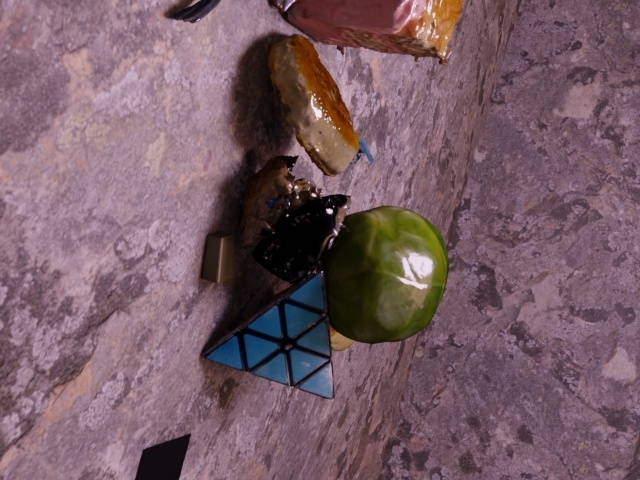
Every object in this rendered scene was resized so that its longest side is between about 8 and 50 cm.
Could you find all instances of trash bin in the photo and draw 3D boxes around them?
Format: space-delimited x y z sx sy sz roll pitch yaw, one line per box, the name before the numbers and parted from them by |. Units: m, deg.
trash bin | -0.199 0.032 1.329 0.061 0.042 0.092 -19 121 -63

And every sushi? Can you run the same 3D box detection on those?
sushi | -0.070 -0.044 1.353 0.238 0.218 0.225 -48 -175 12

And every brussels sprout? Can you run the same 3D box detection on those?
brussels sprout | 0.135 0.066 1.495 0.354 0.281 0.290 -139 -131 -75

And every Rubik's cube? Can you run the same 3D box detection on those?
Rubik's cube | -0.082 0.196 1.472 0.233 0.228 0.229 48 53 -55

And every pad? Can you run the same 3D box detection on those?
pad | -0.340 0.525 1.366 0.170 0.006 0.246 11 94 -69

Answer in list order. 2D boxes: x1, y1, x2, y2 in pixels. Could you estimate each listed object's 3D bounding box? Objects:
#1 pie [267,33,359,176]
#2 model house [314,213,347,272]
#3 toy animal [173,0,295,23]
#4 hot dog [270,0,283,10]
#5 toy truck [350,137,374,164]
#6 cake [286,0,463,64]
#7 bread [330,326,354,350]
pie | -0.007 -0.285 1.369 0.315 0.092 0.315 57 20 -34
model house | 0.000 0.000 1.652 0.219 0.135 0.208 -50 149 -45
toy animal | -0.110 -0.478 1.147 0.205 0.081 0.367 32 73 -48
hot dog | -0.075 -0.488 1.291 0.058 0.035 0.083 -53 154 -41
toy truck | 0.103 -0.236 1.799 0.073 0.090 0.056 -70 157 -10
cake | 0.121 -0.549 1.366 0.293 0.306 0.315 -2 106 -64
bread | 0.173 0.192 2.030 0.248 0.278 0.316 66 32 -67
